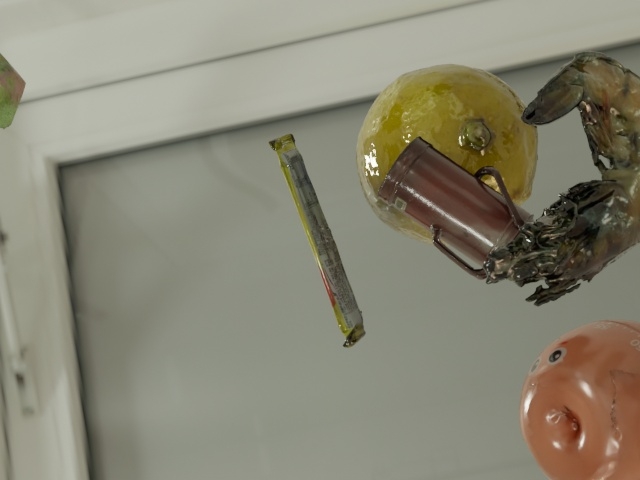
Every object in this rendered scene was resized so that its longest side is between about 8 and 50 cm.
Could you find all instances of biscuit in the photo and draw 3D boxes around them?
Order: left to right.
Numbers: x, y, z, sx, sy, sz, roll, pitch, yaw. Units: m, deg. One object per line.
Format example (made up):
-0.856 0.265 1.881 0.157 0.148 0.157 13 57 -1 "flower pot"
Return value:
0.000 0.000 1.719 0.048 0.026 0.292 -29 -79 -55 "biscuit"

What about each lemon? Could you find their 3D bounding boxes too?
0.172 -0.116 1.798 0.284 0.260 0.261 55 -155 -69 "lemon"

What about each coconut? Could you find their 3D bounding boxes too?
-0.308 -0.138 1.159 0.082 0.083 0.081 -60 -9 -70 "coconut"

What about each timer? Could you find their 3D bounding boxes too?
0.371 0.215 1.653 0.214 0.229 0.230 -17 -83 -42 "timer"

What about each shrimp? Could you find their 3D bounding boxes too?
0.282 -0.079 1.458 0.071 0.365 0.233 -11 104 53 "shrimp"

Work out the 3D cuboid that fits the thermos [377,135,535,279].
0.187 -0.023 1.597 0.124 0.232 0.099 -46 -14 -30 "thermos"
